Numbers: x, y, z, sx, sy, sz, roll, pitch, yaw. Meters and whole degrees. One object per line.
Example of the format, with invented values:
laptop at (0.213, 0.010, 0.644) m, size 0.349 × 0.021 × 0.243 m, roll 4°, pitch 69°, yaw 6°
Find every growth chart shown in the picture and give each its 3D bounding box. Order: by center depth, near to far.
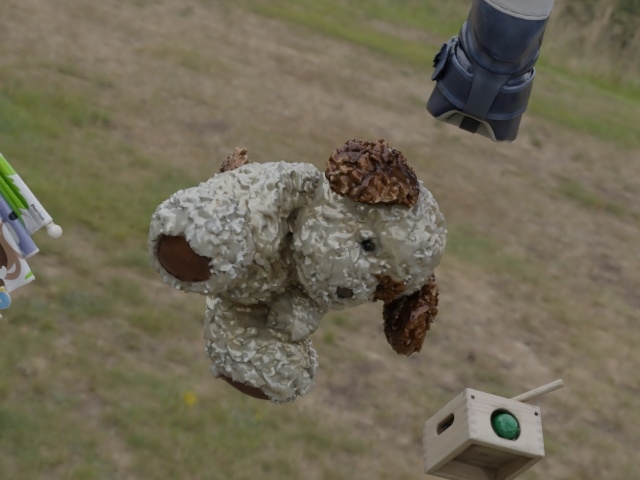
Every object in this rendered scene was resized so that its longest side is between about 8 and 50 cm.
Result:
growth chart at (-0.390, 0.010, 1.481) m, size 0.172 × 0.237 × 0.021 m, roll 48°, pitch 17°, yaw -8°

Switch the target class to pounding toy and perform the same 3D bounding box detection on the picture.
pounding toy at (0.219, 0.235, 1.727) m, size 0.130 × 0.141 × 0.100 m, roll 17°, pitch 51°, yaw -22°

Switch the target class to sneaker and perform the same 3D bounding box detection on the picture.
sneaker at (0.154, -0.180, 1.178) m, size 0.086 × 0.163 × 0.226 m, roll 18°, pitch 32°, yaw 6°

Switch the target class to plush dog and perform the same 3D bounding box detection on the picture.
plush dog at (0.000, 0.000, 1.202) m, size 0.225 × 0.262 × 0.210 m, roll -2°, pitch 48°, yaw 17°
